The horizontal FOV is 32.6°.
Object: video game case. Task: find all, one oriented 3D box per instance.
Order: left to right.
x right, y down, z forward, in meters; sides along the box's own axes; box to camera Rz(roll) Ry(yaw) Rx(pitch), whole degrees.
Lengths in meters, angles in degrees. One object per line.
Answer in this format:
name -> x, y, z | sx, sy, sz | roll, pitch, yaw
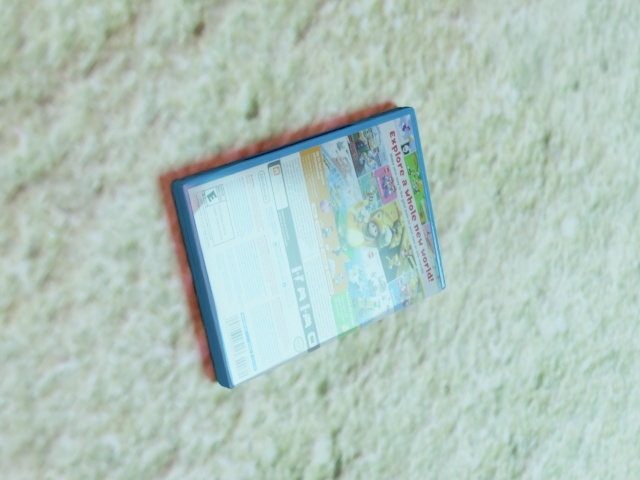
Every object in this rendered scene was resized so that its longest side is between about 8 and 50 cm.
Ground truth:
video game case -> 0.000, 0.000, 0.632 | 0.166, 0.015, 0.119 | -22, 108, -33
